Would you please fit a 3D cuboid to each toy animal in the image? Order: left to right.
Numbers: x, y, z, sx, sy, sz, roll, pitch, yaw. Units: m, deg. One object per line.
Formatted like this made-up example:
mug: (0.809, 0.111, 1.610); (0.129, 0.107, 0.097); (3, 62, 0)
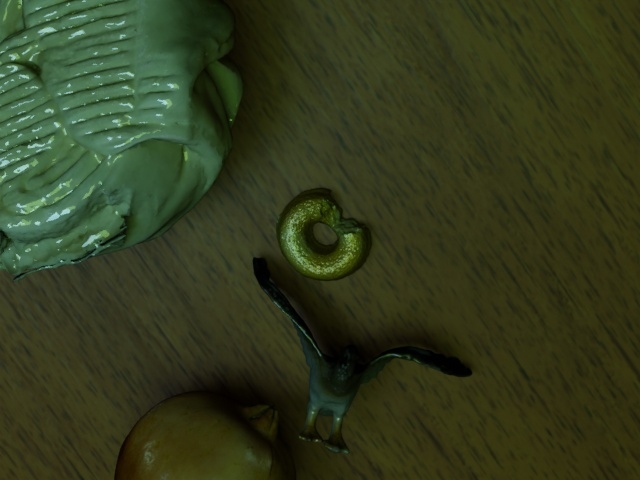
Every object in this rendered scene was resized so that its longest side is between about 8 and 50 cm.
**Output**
toy animal: (0.032, 0.152, 1.674); (0.272, 0.197, 0.160); (16, 106, -4)

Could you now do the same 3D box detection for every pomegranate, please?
pomegranate: (-0.128, 0.262, 1.701); (0.209, 0.209, 0.209); (1, 102, 4)

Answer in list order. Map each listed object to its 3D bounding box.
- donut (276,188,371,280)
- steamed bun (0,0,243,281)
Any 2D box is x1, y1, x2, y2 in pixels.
donut: (0.000, 0.000, 1.712); (0.108, 0.043, 0.097); (39, 101, 0)
steamed bun: (-0.239, -0.136, 1.609); (0.347, 0.237, 0.394); (22, 82, 26)
